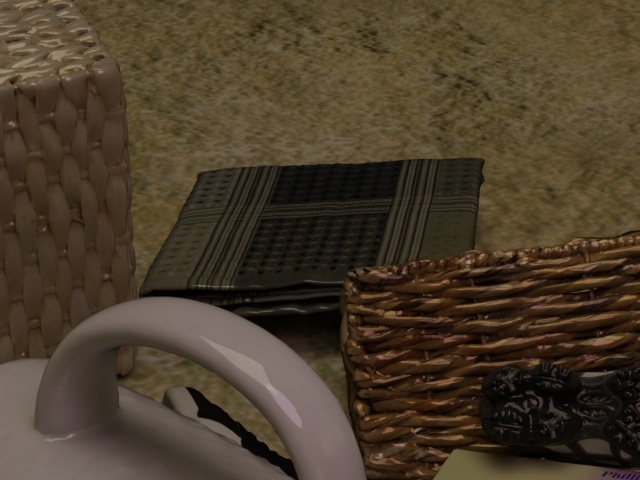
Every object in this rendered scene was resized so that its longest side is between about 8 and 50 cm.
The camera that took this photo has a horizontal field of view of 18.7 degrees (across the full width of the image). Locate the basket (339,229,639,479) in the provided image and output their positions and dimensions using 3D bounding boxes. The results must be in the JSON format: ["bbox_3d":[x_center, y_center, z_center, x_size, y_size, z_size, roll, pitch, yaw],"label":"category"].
[{"bbox_3d":[0.170,0.113,1.550,0.299,0.213,0.223,-8,-5,0],"label":"basket"}]

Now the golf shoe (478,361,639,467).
[{"bbox_3d":[0.213,0.128,1.389,0.198,0.077,0.094,10,-16,10],"label":"golf shoe"}]

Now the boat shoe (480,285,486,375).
[{"bbox_3d":[0.139,0.078,1.733,0.076,0.080,0.228,-11,22,33],"label":"boat shoe"}]

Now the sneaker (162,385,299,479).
[{"bbox_3d":[-0.041,0.186,1.516,0.121,0.079,0.217,-7,35,-21],"label":"sneaker"}]

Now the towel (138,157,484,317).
[{"bbox_3d":[0.000,0.000,1.876,0.312,0.056,0.324,-2,22,10],"label":"towel"}]

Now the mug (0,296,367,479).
[{"bbox_3d":[-0.079,0.208,1.089,0.328,0.374,0.276,23,28,32],"label":"mug"}]

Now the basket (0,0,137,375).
[{"bbox_3d":[-0.343,-0.046,1.691,0.328,0.331,0.266,-13,31,-23],"label":"basket"}]

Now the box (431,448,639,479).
[{"bbox_3d":[0.150,0.258,1.290,0.214,0.117,0.243,4,26,24],"label":"box"}]
